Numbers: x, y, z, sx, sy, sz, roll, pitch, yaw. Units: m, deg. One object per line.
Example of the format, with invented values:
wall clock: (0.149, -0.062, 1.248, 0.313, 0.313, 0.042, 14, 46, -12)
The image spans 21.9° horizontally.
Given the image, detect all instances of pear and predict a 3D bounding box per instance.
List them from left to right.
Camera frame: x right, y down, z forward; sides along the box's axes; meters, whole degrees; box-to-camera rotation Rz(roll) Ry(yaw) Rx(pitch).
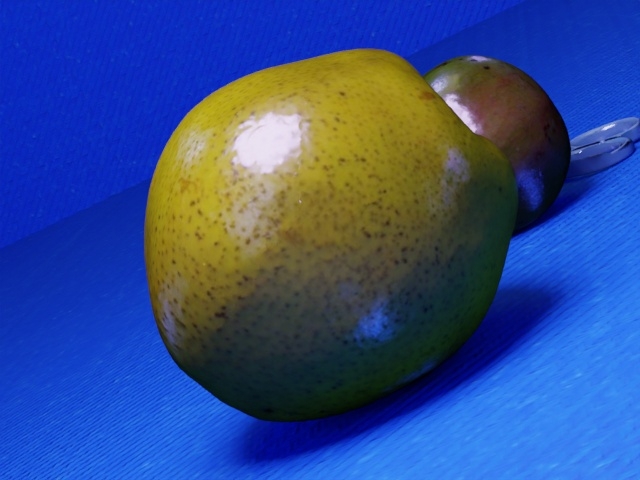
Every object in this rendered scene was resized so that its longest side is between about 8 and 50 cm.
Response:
pear: (0.000, 0.000, 1.270, 0.294, 0.294, 0.294, -26, 10, 5)

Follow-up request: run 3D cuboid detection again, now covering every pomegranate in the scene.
pomegranate: (0.131, -0.065, 1.578, 0.224, 0.181, 0.181, -52, 18, -17)

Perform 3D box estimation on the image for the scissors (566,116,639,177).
scissors: (0.216, -0.073, 1.749, 0.256, 0.030, 0.125, -18, 13, 28)
